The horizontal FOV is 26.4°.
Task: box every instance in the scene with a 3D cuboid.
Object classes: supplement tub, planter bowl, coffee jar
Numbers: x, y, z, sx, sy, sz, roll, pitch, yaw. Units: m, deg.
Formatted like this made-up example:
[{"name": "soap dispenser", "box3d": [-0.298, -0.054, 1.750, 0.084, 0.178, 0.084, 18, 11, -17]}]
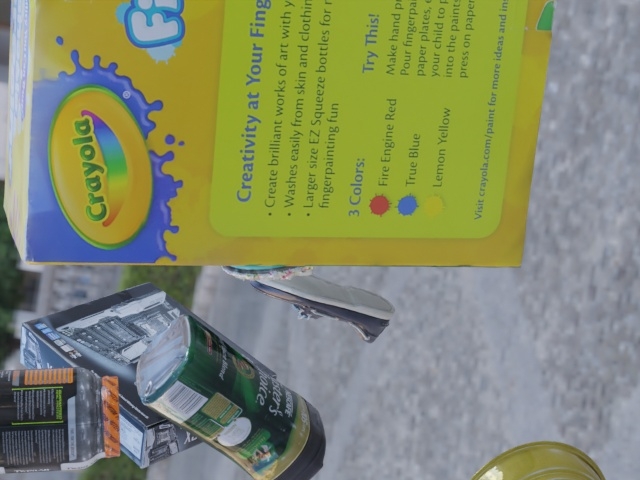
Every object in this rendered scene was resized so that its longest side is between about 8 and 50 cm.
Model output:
[{"name": "supplement tub", "box3d": [-0.322, 0.202, 1.532, 0.117, 0.190, 0.117, 179, 90, -81]}, {"name": "planter bowl", "box3d": [0.241, 0.327, 1.430, 0.090, 0.217, 0.217, 27, 109, 63]}, {"name": "coffee jar", "box3d": [-0.078, 0.153, 1.252, 0.079, 0.184, 0.096, -44, 26, 14]}]

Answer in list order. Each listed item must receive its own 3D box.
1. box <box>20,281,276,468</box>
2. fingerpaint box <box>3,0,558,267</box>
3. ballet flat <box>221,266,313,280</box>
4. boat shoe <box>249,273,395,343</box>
[{"name": "box", "box3d": [-0.254, 0.188, 1.999, 0.307, 0.242, 0.076, 32, 126, 37]}, {"name": "fingerpaint box", "box3d": [-0.026, -0.214, 0.965, 0.163, 0.371, 0.445, -138, 50, -67]}, {"name": "ballet flat", "box3d": [0.000, 0.000, 1.604, 0.077, 0.241, 0.091, 75, 170, -51]}, {"name": "boat shoe", "box3d": [-0.004, 0.087, 1.791, 0.075, 0.206, 0.065, -112, 43, -61]}]
